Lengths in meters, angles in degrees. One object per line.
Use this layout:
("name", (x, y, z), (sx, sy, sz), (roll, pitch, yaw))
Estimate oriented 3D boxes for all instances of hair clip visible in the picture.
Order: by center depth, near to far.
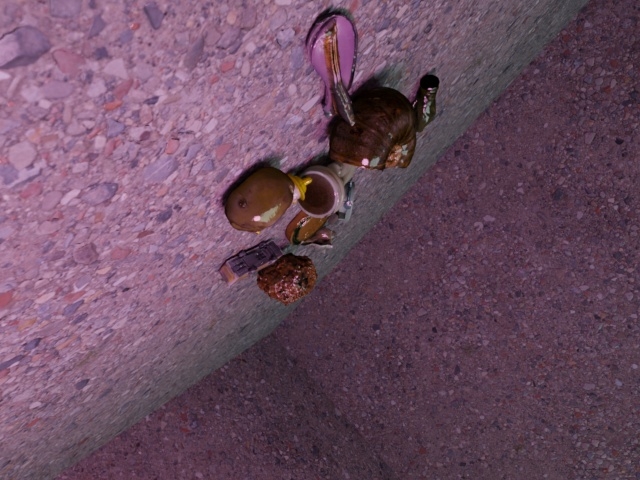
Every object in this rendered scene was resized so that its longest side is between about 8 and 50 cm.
("hair clip", (0.040, -0.387, 0.969), (0.110, 0.095, 0.358), (-9, 161, 6))

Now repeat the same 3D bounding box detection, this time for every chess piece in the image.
("chess piece", (0.042, -0.205, 1.460), (0.175, 0.176, 0.298), (-52, 177, 37))

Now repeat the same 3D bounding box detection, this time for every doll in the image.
("doll", (-0.127, -0.119, 1.278), (0.241, 0.098, 0.135), (-40, 164, -11))

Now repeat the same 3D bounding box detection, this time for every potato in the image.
("potato", (-0.159, -0.106, 1.121), (0.200, 0.137, 0.154), (-41, -165, -10))

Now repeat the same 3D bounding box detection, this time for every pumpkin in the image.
("pumpkin", (0.159, -0.343, 1.271), (0.325, 0.242, 0.232), (-18, 124, -57))

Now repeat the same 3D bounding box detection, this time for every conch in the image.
("conch", (0.005, 0.008, 2.111), (0.234, 0.137, 0.114), (-51, 162, -42))

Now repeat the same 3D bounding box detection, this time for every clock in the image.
("clock", (0.115, -0.187, 1.842), (0.188, 0.060, 0.148), (96, 3, -58))

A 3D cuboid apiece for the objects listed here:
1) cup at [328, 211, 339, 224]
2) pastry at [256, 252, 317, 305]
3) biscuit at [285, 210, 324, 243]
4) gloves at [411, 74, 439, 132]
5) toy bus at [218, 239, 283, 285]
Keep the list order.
("cup", (0.073, -0.129, 2.127), (0.055, 0.074, 0.083), (6, 146, -26))
("pastry", (-0.147, 0.150, 1.863), (0.275, 0.275, 0.193), (-39, 160, -24))
("biscuit", (-0.028, -0.087, 1.862), (0.287, 0.057, 0.344), (-43, 170, -3))
("gloves", (0.394, -0.513, 1.626), (0.107, 0.135, 0.268), (2, 155, -9))
("toy bus", (-0.258, 0.082, 1.603), (0.106, 0.092, 0.268), (-40, 173, 36))
